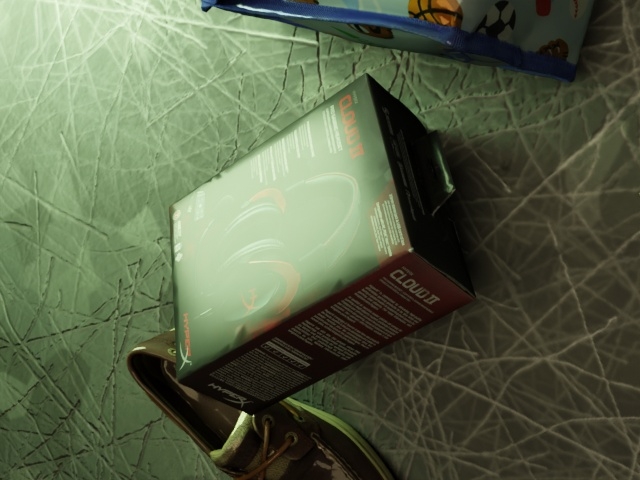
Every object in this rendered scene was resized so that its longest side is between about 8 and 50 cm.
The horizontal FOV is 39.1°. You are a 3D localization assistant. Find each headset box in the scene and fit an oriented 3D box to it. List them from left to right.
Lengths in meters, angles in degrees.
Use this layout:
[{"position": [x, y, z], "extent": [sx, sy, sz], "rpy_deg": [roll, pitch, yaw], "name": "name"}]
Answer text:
[{"position": [0.000, 0.000, 0.850], "extent": [0.293, 0.110, 0.218], "rpy_deg": [-30, 48, 25], "name": "headset box"}]

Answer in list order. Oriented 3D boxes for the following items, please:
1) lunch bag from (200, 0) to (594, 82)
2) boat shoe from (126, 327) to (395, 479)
[{"position": [0.052, -0.337, 0.797], "extent": [0.385, 0.239, 0.328], "rpy_deg": [24, 104, 40], "name": "lunch bag"}, {"position": [-0.067, 0.210, 0.933], "extent": [0.342, 0.123, 0.123], "rpy_deg": [41, 109, 20], "name": "boat shoe"}]
